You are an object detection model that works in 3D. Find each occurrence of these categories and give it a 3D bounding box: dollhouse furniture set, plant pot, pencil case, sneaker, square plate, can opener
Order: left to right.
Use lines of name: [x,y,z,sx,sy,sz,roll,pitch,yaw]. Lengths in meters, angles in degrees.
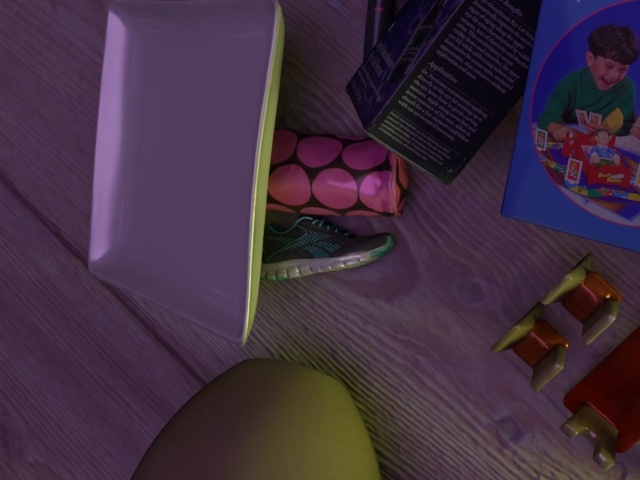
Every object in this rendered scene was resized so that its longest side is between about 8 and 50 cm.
square plate: [-0.156,-0.094,0.996,0.344,0.049,0.347,17,103,48]
plant pot: [-0.054,0.241,0.968,0.284,0.284,0.191,5,62,20]
pencil case: [-0.003,-0.080,0.985,0.209,0.095,0.098,8,54,18]
sneaker: [0.000,0.000,1.006,0.166,0.065,0.076,-9,88,19]
can opener: [0.068,-0.250,0.951,0.073,0.059,0.186,13,100,18]
dollhouse furniture set: [0.351,0.108,0.871,0.262,0.135,0.259,44,120,11]

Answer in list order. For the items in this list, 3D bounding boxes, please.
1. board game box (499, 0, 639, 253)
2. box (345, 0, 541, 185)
board game box: [0.336,-0.092,0.697,0.347,0.078,0.233,18,114,27]
box: [0.132,-0.183,0.870,0.108,0.153,0.207,30,108,-19]
